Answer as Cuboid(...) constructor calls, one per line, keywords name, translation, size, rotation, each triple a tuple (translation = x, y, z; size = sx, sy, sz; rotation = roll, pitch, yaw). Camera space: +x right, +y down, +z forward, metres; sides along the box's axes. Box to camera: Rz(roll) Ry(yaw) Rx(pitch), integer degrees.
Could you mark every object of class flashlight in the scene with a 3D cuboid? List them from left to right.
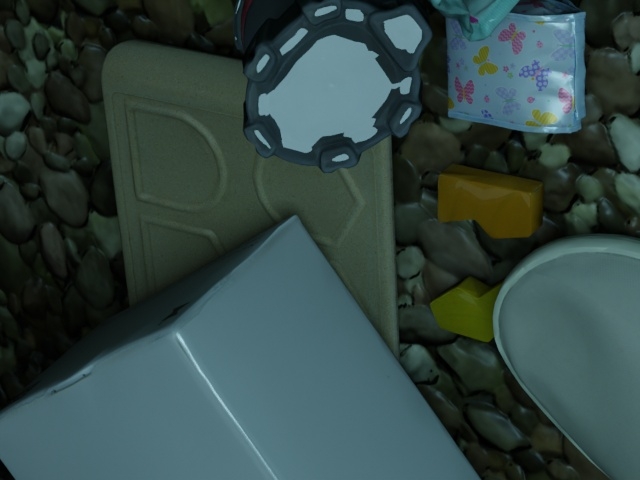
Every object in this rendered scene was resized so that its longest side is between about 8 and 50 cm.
Cuboid(name="flashlight", translation=(-0.001, -0.098, 0.964), size=(0.103, 0.304, 0.103), rotation=(6, 105, 0))

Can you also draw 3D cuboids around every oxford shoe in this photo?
Cuboid(name="oxford shoe", translation=(0.264, 0.163, 0.997), size=(0.449, 0.130, 0.169), rotation=(43, 132, 15))

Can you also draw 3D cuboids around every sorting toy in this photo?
Cuboid(name="sorting toy", translation=(0.000, 0.000, 1.190), size=(0.307, 0.041, 0.229), rotation=(14, 120, 27))

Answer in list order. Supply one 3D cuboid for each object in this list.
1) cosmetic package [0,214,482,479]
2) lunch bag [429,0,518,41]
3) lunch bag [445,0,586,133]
Cuboid(name="cosmetic package", translation=(-0.011, 0.203, 1.181), size=(0.217, 0.156, 0.385), rotation=(-25, 100, 42))
Cuboid(name="lunch bag", translation=(0.088, -0.267, 0.907), size=(0.262, 0.160, 0.223), rotation=(-46, 78, 8))
Cuboid(name="lunch bag", translation=(0.115, -0.100, 1.040), size=(0.083, 0.053, 0.071), rotation=(15, 117, 43))
